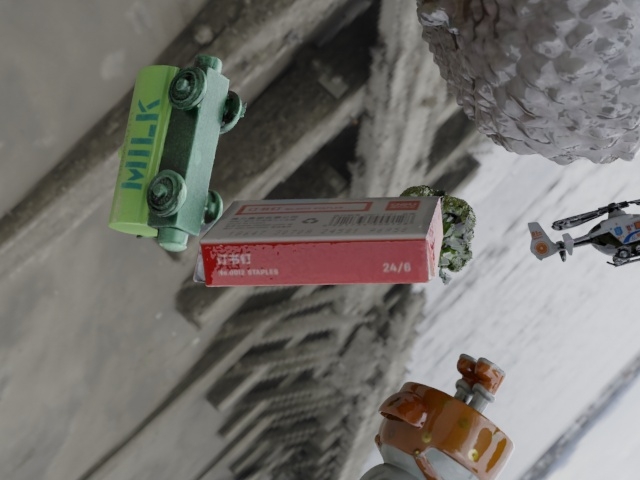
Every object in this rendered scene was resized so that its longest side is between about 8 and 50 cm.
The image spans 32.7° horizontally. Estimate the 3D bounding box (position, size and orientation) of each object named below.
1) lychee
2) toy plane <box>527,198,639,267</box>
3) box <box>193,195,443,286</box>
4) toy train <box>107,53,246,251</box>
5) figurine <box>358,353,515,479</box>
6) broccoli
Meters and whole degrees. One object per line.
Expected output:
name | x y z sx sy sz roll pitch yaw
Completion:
lychee | 0.298 -0.269 1.225 0.432 0.380 0.380 -2 145 -21
toy plane | 0.361 -0.006 1.372 0.197 0.078 0.053 -13 169 0
box | 0.000 0.000 1.045 0.123 0.229 0.050 -60 147 -68
toy train | -0.194 -0.110 1.371 0.105 0.157 0.253 24 71 -53
figurine | 0.105 0.241 1.093 0.143 0.143 0.271 53 54 -74
broccoli | 0.142 -0.007 1.432 0.131 0.130 0.120 -56 -172 27
